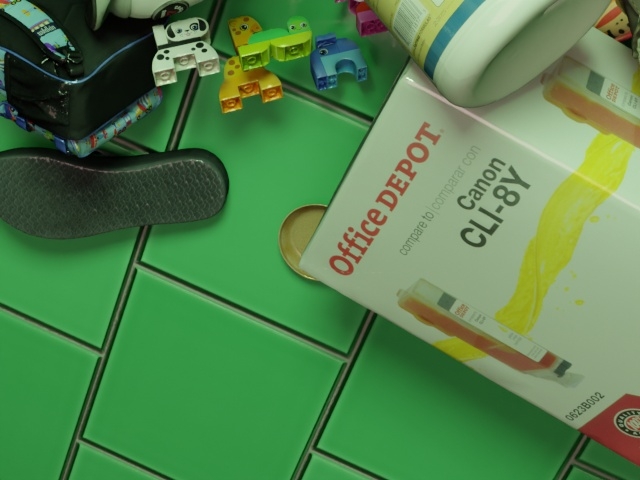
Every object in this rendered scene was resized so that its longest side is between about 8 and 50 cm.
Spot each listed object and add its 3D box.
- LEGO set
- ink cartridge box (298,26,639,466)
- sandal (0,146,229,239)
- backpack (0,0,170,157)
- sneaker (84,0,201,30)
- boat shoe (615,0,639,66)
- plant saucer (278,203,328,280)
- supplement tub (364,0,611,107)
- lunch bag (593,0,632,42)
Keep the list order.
[{"bbox_3d":[-0.042,-0.183,0.988,0.227,0.093,0.087,-14,148,-8],"label":"LEGO set"},{"bbox_3d":[0.207,-0.003,0.912,0.385,0.160,0.279,30,143,1],"label":"ink cartridge box"},{"bbox_3d":[-0.218,-0.053,1.116,0.255,0.054,0.097,1,121,3],"label":"sandal"},{"bbox_3d":[-0.245,-0.176,1.009,0.173,0.158,0.117,27,136,17],"label":"backpack"},{"bbox_3d":[-0.159,-0.351,0.936,0.146,0.122,0.330,-13,93,-16],"label":"sneaker"},{"bbox_3d":[0.343,-0.156,0.823,0.116,0.324,0.096,-46,54,44],"label":"boat shoe"},{"bbox_3d":[0.000,0.000,1.097,0.083,0.015,0.083,6,114,13],"label":"plant saucer"},{"bbox_3d":[0.086,-0.204,0.732,0.144,0.144,0.199,-44,74,26],"label":"supplement tub"},{"bbox_3d":[0.240,-0.324,0.836,0.293,0.120,0.258,-38,99,26],"label":"lunch bag"}]
